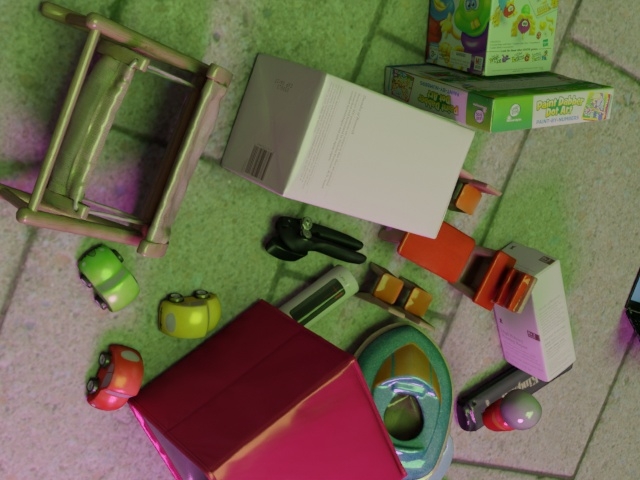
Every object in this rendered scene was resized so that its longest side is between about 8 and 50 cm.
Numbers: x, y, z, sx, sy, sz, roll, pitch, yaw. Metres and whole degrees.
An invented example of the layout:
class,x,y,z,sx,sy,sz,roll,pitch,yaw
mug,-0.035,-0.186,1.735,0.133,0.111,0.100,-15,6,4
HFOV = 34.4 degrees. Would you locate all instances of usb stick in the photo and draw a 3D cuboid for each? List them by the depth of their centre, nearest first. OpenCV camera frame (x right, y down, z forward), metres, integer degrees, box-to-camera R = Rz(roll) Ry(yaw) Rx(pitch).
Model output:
class,x,y,z,sx,sy,sz,roll,pitch,yaw
usb stick,0.372,0.272,1.960,0.278,0.045,0.077,-26,121,-26

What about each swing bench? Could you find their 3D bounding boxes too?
class,x,y,z,sx,sy,sz,roll,pitch,yaw
swing bench,-0.247,-0.128,1.287,0.255,0.165,0.253,17,96,-39

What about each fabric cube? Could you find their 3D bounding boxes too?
class,x,y,z,sx,sy,sz,roll,pitch,yaw
fabric cube,-0.075,0.289,1.505,0.258,0.259,0.254,-36,123,-21

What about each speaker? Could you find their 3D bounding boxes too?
class,x,y,z,sx,sy,sz,roll,pitch,yaw
speaker,-0.007,0.095,1.615,0.136,0.055,0.055,-35,124,-21

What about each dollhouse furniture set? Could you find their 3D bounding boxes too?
class,x,y,z,sx,sy,sz,roll,pitch,yaw
dollhouse furniture set,0.225,0.028,1.705,0.259,0.135,0.262,26,90,-39

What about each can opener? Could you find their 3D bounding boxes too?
class,x,y,z,sx,sy,sz,roll,pitch,yaw
can opener,0.000,0.000,1.593,0.186,0.073,0.059,9,63,-41

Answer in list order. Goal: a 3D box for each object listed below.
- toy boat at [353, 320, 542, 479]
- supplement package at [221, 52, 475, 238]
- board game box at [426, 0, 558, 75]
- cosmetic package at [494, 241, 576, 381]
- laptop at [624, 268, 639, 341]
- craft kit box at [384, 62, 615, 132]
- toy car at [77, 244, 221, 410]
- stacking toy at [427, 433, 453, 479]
class,x,y,z,sx,sy,sz,roll,pitch,yaw
toy boat,0.193,0.266,1.689,0.318,0.148,0.267,8,72,-12
supplement package,0.042,-0.132,1.487,0.293,0.177,0.175,14,98,-38
board game box,0.267,-0.401,1.573,0.144,0.142,0.275,-9,112,-33
cosmetic package,0.380,0.129,1.869,0.085,0.117,0.231,-33,122,-24
laptop,0.756,0.158,2.138,0.234,0.264,0.136,15,134,-38
craft kit box,0.269,-0.225,1.573,0.250,0.247,0.061,-10,111,-32
toy car,-0.258,0.105,1.435,0.239,0.053,0.225,-40,126,-18
stacking toy,0.133,0.469,1.805,0.309,0.130,0.279,-41,125,-17
